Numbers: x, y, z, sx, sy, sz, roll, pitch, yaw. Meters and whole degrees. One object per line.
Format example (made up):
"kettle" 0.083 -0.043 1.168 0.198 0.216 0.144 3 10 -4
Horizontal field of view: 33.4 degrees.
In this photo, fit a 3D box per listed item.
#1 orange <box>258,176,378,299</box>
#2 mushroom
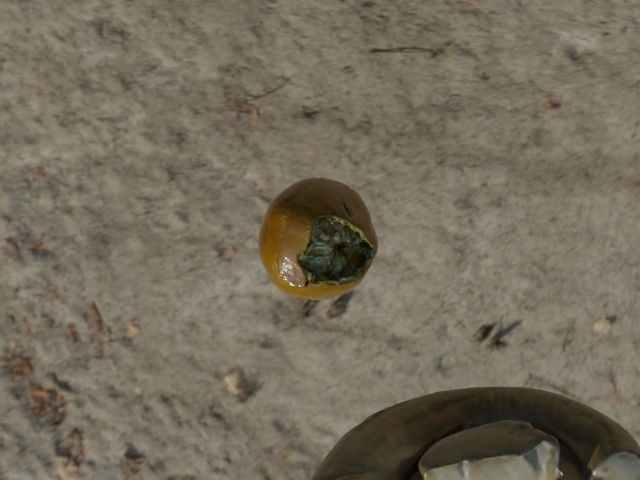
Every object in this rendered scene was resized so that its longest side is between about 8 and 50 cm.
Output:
"orange" 0.000 0.000 1.316 0.134 0.154 0.155 16 107 38
"mushroom" 0.107 0.183 0.863 0.285 0.151 0.156 -9 126 -12
